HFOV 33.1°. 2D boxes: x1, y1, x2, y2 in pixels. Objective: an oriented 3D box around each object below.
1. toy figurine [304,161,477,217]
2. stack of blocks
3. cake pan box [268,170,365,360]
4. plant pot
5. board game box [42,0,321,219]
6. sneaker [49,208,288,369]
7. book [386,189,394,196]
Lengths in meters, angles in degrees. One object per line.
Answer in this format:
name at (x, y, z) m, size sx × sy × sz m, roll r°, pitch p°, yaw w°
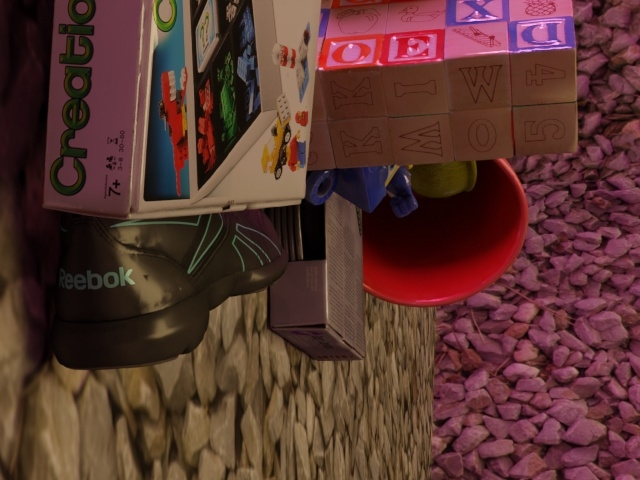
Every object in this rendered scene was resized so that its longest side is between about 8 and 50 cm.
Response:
toy figurine at (0.035, -0.111, 1.056) m, size 0.217 × 0.191 × 0.363 m, roll -54°, pitch 157°, yaw -24°
stack of blocks at (0.035, -0.138, 0.803) m, size 0.171 × 0.297 × 0.087 m, roll -80°, pitch 163°, yaw -48°
cake pan box at (0.000, 0.000, 1.212) m, size 0.267 × 0.070 × 0.246 m, roll 49°, pitch 37°, yaw -73°
plant pot at (0.136, -0.085, 1.514) m, size 0.243 × 0.274 × 0.275 m, roll -92°, pitch 174°, yaw -57°
board game box at (-0.053, -0.168, 0.537) m, size 0.193 × 0.053 × 0.305 m, roll -9°, pitch 105°, yaw -68°
sneaker at (-0.085, -0.007, 0.660) m, size 0.267 × 0.101 × 0.106 m, roll -53°, pitch 136°, yaw -75°
book at (0.066, -0.122, 1.298) m, size 0.035 × 0.144 × 0.096 m, roll -49°, pitch -170°, yaw -28°
